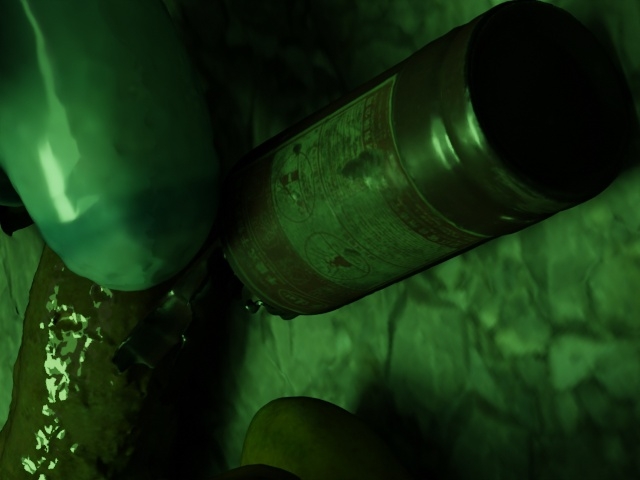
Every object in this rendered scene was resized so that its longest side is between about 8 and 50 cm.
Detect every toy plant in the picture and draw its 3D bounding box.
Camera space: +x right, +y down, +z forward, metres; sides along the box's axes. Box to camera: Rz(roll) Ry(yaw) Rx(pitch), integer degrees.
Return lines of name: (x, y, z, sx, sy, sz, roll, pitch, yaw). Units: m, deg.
toy plant: (-0.143, -0.097, 0.759, 0.247, 0.247, 0.332, 26, 104, 47)

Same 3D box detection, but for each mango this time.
mango: (0.013, 0.144, 0.781, 0.115, 0.089, 0.165, -2, 92, 62)

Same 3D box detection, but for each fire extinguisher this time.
fire extinguisher: (-0.002, -0.008, 0.752, 0.252, 0.106, 0.075, -25, 96, 51)

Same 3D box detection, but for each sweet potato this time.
sweet potato: (-0.114, 0.106, 0.937, 0.114, 0.092, 0.341, -105, 30, -52)

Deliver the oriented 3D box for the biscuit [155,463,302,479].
biscuit: (-0.046, 0.267, 0.711, 0.342, 0.166, 0.395, 51, 143, -9)

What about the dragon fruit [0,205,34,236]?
dragon fruit: (-0.240, -0.084, 0.968, 0.218, 0.198, 0.273, -43, 61, 18)
